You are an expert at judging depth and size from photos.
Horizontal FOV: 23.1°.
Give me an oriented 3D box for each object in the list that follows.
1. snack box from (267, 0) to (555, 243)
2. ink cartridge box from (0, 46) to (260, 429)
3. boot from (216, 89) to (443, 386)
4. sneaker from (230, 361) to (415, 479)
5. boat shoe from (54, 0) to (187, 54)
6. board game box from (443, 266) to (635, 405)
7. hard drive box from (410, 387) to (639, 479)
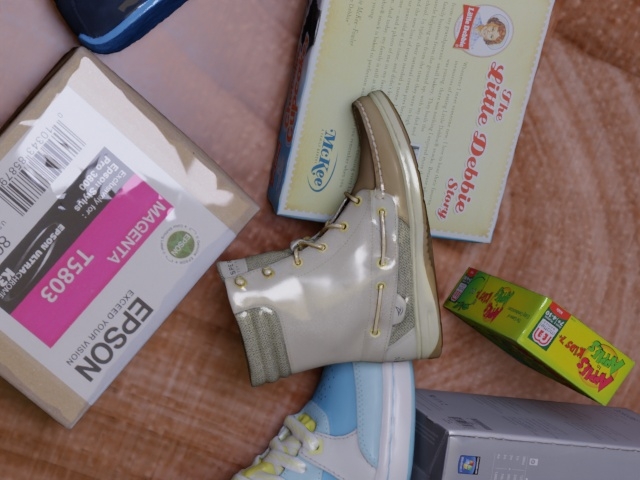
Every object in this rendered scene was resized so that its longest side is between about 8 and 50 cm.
[{"bbox_3d":[0.081,-0.163,1.246,0.187,0.060,0.322,8,110,-14],"label":"snack box"},{"bbox_3d":[-0.195,-0.004,1.224,0.193,0.088,0.235,41,85,-13],"label":"ink cartridge box"},{"bbox_3d":[0.000,0.000,1.207,0.165,0.077,0.213,-10,97,-2],"label":"boot"},{"bbox_3d":[-0.048,0.204,1.264,0.208,0.127,0.319,11,93,-16],"label":"sneaker"},{"bbox_3d":[-0.096,-0.252,1.207,0.258,0.109,0.089,-39,87,-16],"label":"boat shoe"},{"bbox_3d":[0.173,0.075,1.272,0.092,0.181,0.043,36,87,-15],"label":"board game box"},{"bbox_3d":[0.179,0.188,1.288,0.232,0.181,0.089,6,95,-13],"label":"hard drive box"}]
